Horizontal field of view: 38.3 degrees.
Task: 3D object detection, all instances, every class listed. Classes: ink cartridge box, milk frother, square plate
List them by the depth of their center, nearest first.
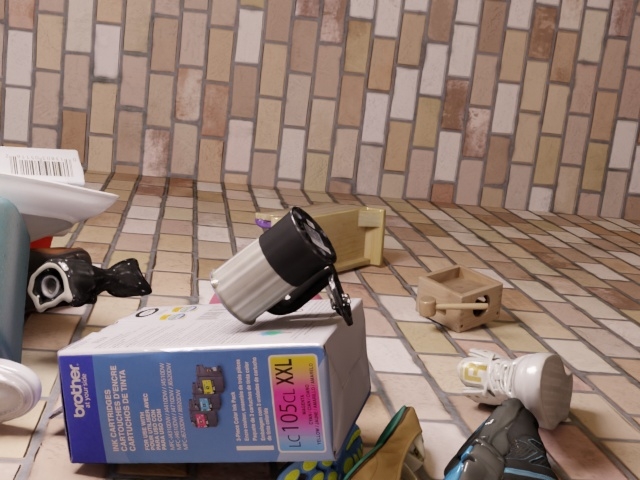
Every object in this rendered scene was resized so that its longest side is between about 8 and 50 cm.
[{"bbox_3d":[-0.039,0.060,1.096,0.129,0.135,0.143,43,19,-29],"label":"milk frother"},{"bbox_3d":[-0.152,0.174,1.188,0.395,0.151,0.270,-2,7,13],"label":"ink cartridge box"},{"bbox_3d":[-0.552,-0.044,1.444,0.347,0.049,0.344,9,-15,-43],"label":"square plate"},{"bbox_3d":[-0.628,-0.019,1.700,0.308,0.385,0.091,0,52,-28],"label":"ink cartridge box"}]

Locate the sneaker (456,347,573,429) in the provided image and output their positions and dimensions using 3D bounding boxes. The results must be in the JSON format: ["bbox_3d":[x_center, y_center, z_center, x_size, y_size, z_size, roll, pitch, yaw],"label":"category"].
[{"bbox_3d":[0.278,0.216,1.382,0.169,0.108,0.292,8,-12,22],"label":"sneaker"}]

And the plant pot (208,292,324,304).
[{"bbox_3d":[-0.053,0.148,1.438,0.201,0.201,0.180,-5,31,-45],"label":"plant pot"}]

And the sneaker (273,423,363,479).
[{"bbox_3d":[-0.009,0.278,1.140,0.078,0.067,0.188,-12,5,25],"label":"sneaker"}]

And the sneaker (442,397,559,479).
[{"bbox_3d":[0.227,0.295,1.115,0.139,0.125,0.341,38,17,12],"label":"sneaker"}]

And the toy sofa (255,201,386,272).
[{"bbox_3d":[0.000,0.000,2.237,0.177,0.150,0.362,8,11,31],"label":"toy sofa"}]

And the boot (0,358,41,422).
[{"bbox_3d":[-0.488,0.210,1.142,0.258,0.095,0.123,-2,18,-1],"label":"boot"}]

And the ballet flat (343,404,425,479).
[{"bbox_3d":[0.094,0.282,1.175,0.073,0.080,0.232,38,22,10],"label":"ballet flat"}]

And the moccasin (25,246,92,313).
[{"bbox_3d":[-0.576,0.067,1.636,0.147,0.139,0.380,0,11,26],"label":"moccasin"}]

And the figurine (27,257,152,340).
[{"bbox_3d":[-0.317,0.122,1.440,0.092,0.215,0.209,-36,-14,27],"label":"figurine"}]

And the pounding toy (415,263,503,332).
[{"bbox_3d":[0.275,0.139,1.884,0.206,0.094,0.181,-14,27,-36],"label":"pounding toy"}]

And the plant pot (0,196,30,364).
[{"bbox_3d":[-0.527,0.048,1.231,0.247,0.248,0.252,3,-23,-15],"label":"plant pot"}]
